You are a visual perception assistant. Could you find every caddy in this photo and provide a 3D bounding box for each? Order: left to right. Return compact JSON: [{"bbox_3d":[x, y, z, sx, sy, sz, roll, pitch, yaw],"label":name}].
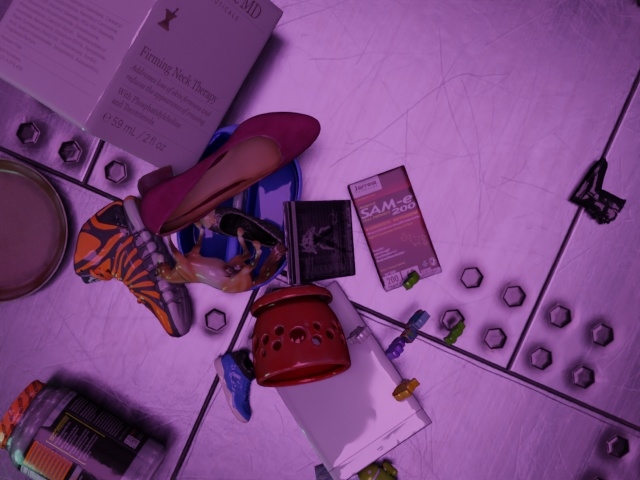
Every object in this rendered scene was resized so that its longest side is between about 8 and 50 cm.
[{"bbox_3d":[-0.164,-0.065,1.840,0.242,0.179,0.341,7,91,0],"label":"caddy"}]

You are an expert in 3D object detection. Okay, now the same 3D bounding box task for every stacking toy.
[{"bbox_3d":[0.176,0.190,1.817,0.167,0.052,0.221,50,65,-11],"label":"stacking toy"}]

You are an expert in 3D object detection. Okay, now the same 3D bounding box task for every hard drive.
[{"bbox_3d":[0.036,0.294,1.864,0.233,0.047,0.353,-35,75,1],"label":"hard drive"}]

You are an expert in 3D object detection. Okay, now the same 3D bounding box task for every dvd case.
[{"bbox_3d":[0.000,0.000,1.833,0.018,0.221,0.164,-3,91,36],"label":"dvd case"}]

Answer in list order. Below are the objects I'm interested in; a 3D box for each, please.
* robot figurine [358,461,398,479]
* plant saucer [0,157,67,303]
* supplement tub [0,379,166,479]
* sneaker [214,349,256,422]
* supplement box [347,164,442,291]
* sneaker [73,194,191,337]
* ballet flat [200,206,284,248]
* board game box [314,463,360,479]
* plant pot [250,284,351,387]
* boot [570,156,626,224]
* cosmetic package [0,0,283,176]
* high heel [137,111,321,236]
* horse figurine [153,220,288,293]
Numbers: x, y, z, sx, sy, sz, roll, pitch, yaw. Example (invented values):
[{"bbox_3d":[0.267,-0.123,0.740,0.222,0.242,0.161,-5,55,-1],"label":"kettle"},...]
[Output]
[{"bbox_3d":[0.124,0.520,1.900,0.115,0.067,0.101,39,82,0],"label":"robot figurine"},{"bbox_3d":[-0.689,-0.021,1.915,0.311,0.050,0.310,0,90,1],"label":"plant saucer"},{"bbox_3d":[-0.496,0.433,1.848,0.316,0.193,0.193,32,92,0],"label":"supplement tub"},{"bbox_3d":[-0.160,0.308,1.906,0.085,0.058,0.152,-23,84,10],"label":"sneaker"},{"bbox_3d":[0.155,-0.025,1.887,0.130,0.073,0.239,-20,90,2],"label":"supplement box"},{"bbox_3d":[-0.402,0.080,1.887,0.180,0.124,0.321,-26,80,5],"label":"sneaker"},{"bbox_3d":[-0.149,-0.026,1.732,0.173,0.049,0.057,15,103,-19],"label":"ballet flat"},{"bbox_3d":[0.034,0.494,1.890,0.090,0.090,0.020,-21,105,2],"label":"board game box"},{"bbox_3d":[-0.048,0.188,1.778,0.191,0.191,0.174,-13,73,1],"label":"plant pot"},{"bbox_3d":[0.599,-0.101,1.891,0.099,0.045,0.121,33,99,3],"label":"boot"},{"bbox_3d":[-0.355,-0.390,1.712,0.327,0.329,0.393,32,93,28],"label":"cosmetic package"},{"bbox_3d":[-0.154,-0.115,1.659,0.377,0.181,0.127,-27,127,-3],"label":"high heel"},{"bbox_3d":[-0.199,0.042,1.735,0.264,0.066,0.174,9,132,0],"label":"horse figurine"}]
